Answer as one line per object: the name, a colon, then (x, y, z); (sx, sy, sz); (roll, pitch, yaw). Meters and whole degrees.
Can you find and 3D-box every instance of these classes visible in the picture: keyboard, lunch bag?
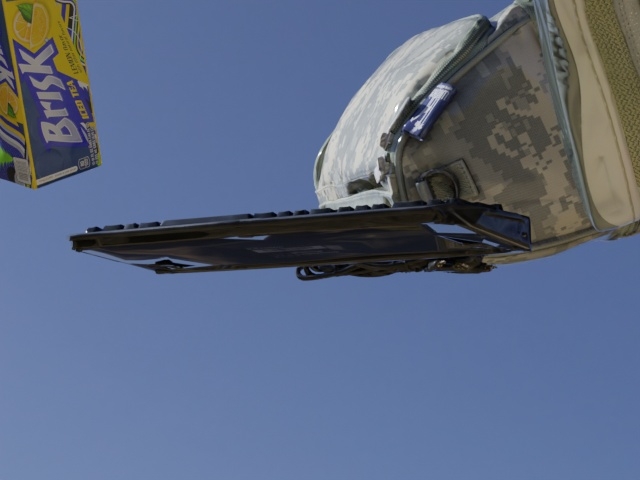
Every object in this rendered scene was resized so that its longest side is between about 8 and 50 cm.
keyboard: (0.000, 0.000, 1.319); (0.317, 0.033, 0.201); (-3, -12, 32)
lunch bag: (0.139, -0.075, 1.504); (0.256, 0.212, 0.305); (-27, 5, -12)

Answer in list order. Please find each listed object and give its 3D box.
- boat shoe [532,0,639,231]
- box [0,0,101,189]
boat shoe: (0.180, -0.150, 1.114); (0.103, 0.118, 0.320); (-13, -58, 3)
box: (-0.193, -0.123, 1.240); (0.059, 0.168, 0.054); (-23, 28, -37)
